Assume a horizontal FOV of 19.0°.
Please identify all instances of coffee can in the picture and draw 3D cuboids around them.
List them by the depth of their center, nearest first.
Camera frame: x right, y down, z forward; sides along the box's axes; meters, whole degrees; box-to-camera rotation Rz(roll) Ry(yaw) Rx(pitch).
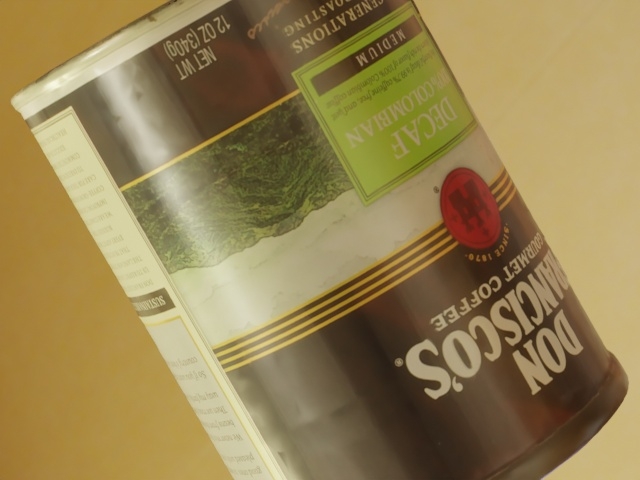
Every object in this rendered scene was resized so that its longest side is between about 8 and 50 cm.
[{"bbox_3d":[0.000,0.000,0.954,0.275,0.201,0.201,60,-172,-7],"label":"coffee can"}]
